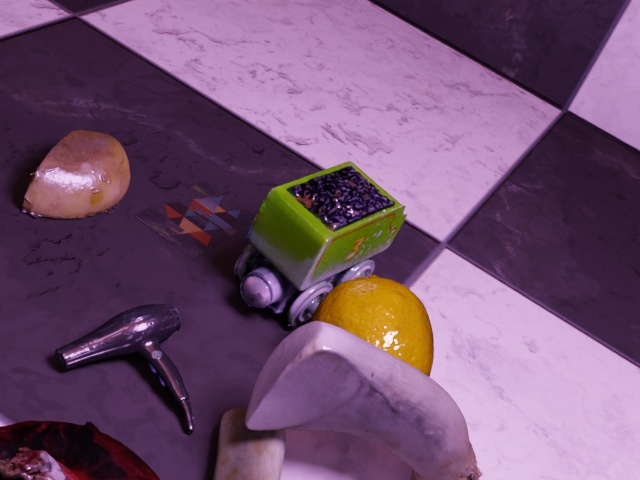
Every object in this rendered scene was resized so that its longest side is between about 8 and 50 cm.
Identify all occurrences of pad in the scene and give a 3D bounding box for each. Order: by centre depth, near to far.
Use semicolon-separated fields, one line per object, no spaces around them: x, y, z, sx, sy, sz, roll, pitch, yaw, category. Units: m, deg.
-0.226;-0.043;1.844;0.143;0.003;0.211;34;35;15;pad

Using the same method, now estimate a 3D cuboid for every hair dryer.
-0.256;0.199;1.454;0.196;0.075;0.219;-22;62;-35;hair dryer

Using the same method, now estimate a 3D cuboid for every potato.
-0.410;-0.118;1.751;0.138;0.098;0.243;25;35;-3;potato

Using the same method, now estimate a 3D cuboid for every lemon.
0.081;0.164;1.573;0.204;0.204;0.260;12;42;-18;lemon

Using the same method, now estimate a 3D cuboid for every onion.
-0.300;0.322;1.090;0.314;0.232;0.314;16;34;-11;onion

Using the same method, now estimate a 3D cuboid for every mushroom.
-0.098;0.341;1.320;0.100;0.081;0.312;-9;32;6;mushroom
0.097;0.254;1.416;0.397;0.177;0.126;29;16;-24;mushroom

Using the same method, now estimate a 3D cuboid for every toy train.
0.000;0.000;1.708;0.173;0.249;0.307;42;37;20;toy train
